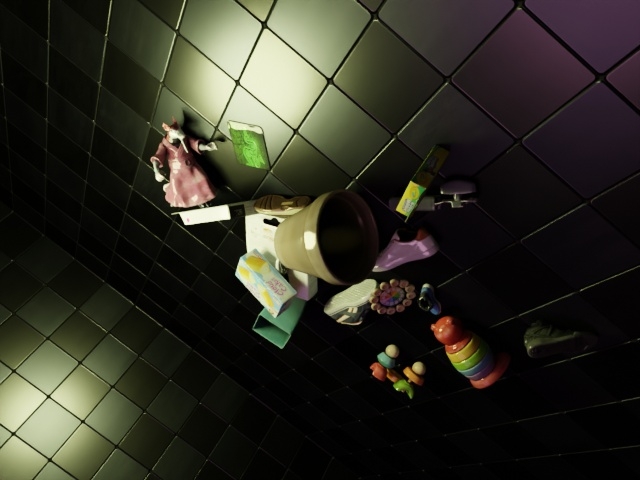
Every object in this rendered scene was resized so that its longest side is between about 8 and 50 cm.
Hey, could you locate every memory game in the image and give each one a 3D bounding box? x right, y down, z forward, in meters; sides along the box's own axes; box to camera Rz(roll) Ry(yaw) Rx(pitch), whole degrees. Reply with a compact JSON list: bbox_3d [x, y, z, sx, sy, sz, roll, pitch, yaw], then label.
[{"bbox_3d":[0.278,0.219,1.946,0.186,0.012,0.186,-6,129,-8],"label":"memory game"}]

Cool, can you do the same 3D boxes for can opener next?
[{"bbox_3d":[0.347,-0.140,1.570,0.284,0.076,0.095,2,99,36],"label":"can opener"}]

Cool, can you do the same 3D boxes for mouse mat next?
[{"bbox_3d":[-0.261,-0.344,1.845,0.153,0.007,0.189,16,139,24],"label":"mouse mat"}]

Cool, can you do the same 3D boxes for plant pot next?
[{"bbox_3d":[-0.165,0.331,2.307,0.165,0.234,0.165,33,142,3],"label":"plant pot"},{"bbox_3d":[0.000,0.000,1.762,0.280,0.323,0.323,-7,126,44],"label":"plant pot"}]

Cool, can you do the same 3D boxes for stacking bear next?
[{"bbox_3d":[0.548,0.405,1.921,0.289,0.164,0.175,47,141,-7],"label":"stacking bear"}]

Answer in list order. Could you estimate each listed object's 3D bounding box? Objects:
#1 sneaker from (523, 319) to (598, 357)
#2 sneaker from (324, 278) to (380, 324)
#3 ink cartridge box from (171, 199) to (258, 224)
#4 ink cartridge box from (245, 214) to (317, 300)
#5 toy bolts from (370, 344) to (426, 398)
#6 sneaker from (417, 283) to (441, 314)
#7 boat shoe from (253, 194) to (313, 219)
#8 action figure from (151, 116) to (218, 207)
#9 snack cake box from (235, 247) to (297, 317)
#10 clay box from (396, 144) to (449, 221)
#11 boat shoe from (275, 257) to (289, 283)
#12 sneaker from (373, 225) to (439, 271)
[{"bbox_3d":[0.797,0.317,1.700,0.228,0.130,0.087,-12,122,10],"label":"sneaker"},{"bbox_3d":[0.158,0.258,2.078,0.127,0.126,0.321,40,142,-16],"label":"sneaker"},{"bbox_3d":[-0.431,-0.113,2.081,0.371,0.176,0.069,-1,99,40],"label":"ink cartridge box"},{"bbox_3d":[-0.166,0.044,2.156,0.308,0.091,0.384,15,121,25],"label":"ink cartridge box"},{"bbox_3d":[0.350,0.568,2.298,0.229,0.158,0.218,32,-176,-12],"label":"toy bolts"},{"bbox_3d":[0.408,0.245,1.903,0.058,0.084,0.152,4,133,34],"label":"sneaker"},{"bbox_3d":[-0.137,-0.110,1.932,0.258,0.095,0.095,6,140,32],"label":"boat shoe"},{"bbox_3d":[-0.532,-0.315,1.990,0.275,0.248,0.370,-127,25,-54],"label":"action figure"},{"bbox_3d":[-0.231,0.180,2.117,0.264,0.089,0.152,45,144,13],"label":"snack cake box"},{"bbox_3d":[0.287,-0.162,1.445,0.053,0.222,0.127,31,142,10],"label":"clay box"},{"bbox_3d":[-0.155,0.129,2.111,0.040,0.049,0.142,11,128,21],"label":"boat shoe"},{"bbox_3d":[0.266,0.020,1.771,0.290,0.106,0.123,-23,107,38],"label":"sneaker"}]
